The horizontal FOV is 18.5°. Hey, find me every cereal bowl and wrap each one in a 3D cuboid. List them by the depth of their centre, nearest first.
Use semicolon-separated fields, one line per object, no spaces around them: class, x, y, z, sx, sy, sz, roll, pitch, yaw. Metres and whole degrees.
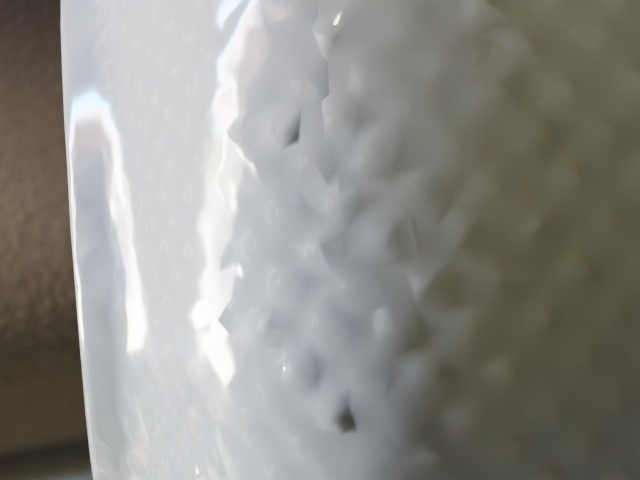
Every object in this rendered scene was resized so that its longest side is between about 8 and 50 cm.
cereal bowl;0.000;0.000;0.578;0.141;0.339;0.339;-5;-53;-5
